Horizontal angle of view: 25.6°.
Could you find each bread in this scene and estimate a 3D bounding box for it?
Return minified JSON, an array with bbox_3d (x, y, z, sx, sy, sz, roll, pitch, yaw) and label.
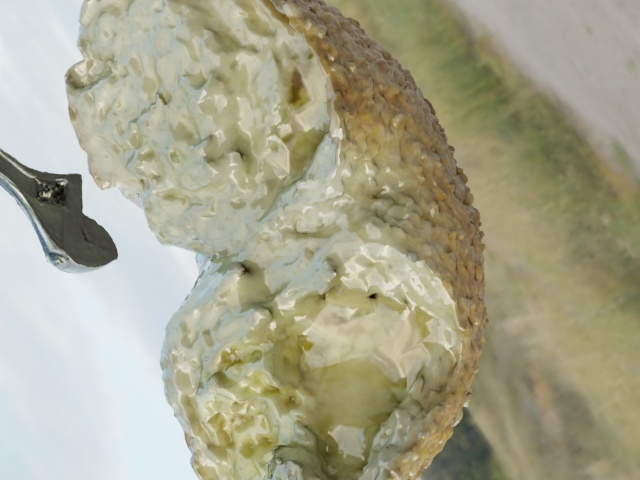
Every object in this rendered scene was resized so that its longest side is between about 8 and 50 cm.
[{"bbox_3d":[0.003,0.003,0.752,0.192,0.171,0.314,5,-115,-58],"label":"bread"}]

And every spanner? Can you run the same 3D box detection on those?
[{"bbox_3d":[-0.292,-0.079,1.167,0.325,0.026,0.093,40,-138,-26],"label":"spanner"}]
